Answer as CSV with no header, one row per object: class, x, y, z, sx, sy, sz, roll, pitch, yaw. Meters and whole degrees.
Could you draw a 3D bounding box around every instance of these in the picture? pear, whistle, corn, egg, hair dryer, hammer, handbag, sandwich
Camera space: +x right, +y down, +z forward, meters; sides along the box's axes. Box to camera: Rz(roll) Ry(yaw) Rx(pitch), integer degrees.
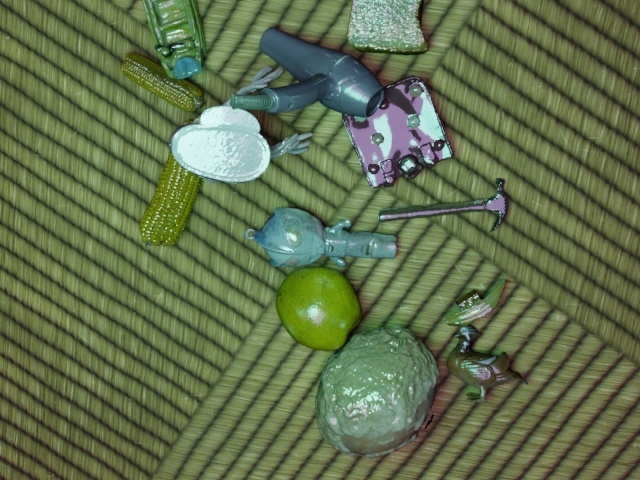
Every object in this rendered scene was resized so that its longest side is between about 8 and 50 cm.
pear,-0.002,0.153,1.552,0.198,0.198,0.198,1,100,5
whistle,0.000,-0.001,1.560,0.346,0.134,0.142,4,97,-6
corn,-0.358,-0.357,1.544,0.207,0.068,0.068,29,101,-2
egg,0.125,0.344,1.540,0.279,0.279,0.310,43,76,-4
hair dryer,-0.068,-0.325,1.372,0.301,0.361,0.121,34,126,18
corn,-0.326,-0.130,1.568,0.102,0.102,0.313,25,100,0
hammer,0.280,-0.071,1.564,0.297,0.027,0.125,-4,95,5
handbag,0.168,-0.238,1.519,0.203,0.074,0.216,-22,97,10
sandwich,0.151,-0.515,1.474,0.186,0.065,0.214,6,100,4

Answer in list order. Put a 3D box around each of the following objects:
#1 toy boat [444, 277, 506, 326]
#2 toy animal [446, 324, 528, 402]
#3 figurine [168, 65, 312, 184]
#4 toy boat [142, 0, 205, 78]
toy boat,0.364,0.146,1.581,0.172,0.065,0.066,-34,76,7
toy animal,0.391,0.288,1.597,0.188,0.089,0.179,2,85,10
figurine,-0.162,-0.219,1.435,0.284,0.315,0.206,-25,109,-3
toy boat,-0.325,-0.495,1.513,0.111,0.084,0.276,-15,96,10
